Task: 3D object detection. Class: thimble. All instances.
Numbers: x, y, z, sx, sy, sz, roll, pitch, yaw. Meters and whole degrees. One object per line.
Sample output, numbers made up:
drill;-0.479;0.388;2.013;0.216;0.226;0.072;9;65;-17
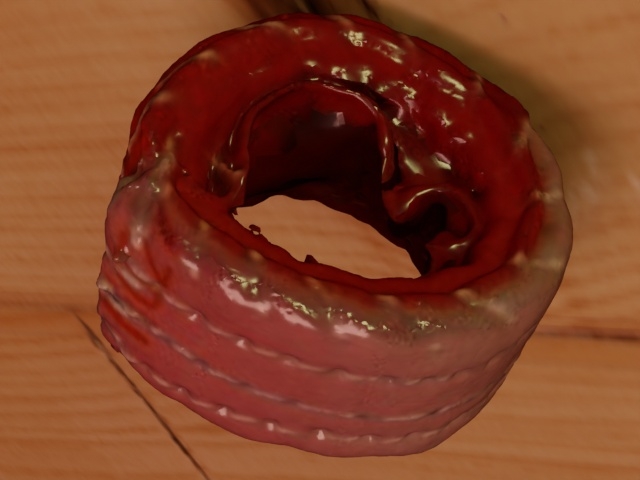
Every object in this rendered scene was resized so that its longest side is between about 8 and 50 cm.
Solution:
thimble;0.007;-0.002;0.735;0.189;0.163;0.125;15;147;-4
